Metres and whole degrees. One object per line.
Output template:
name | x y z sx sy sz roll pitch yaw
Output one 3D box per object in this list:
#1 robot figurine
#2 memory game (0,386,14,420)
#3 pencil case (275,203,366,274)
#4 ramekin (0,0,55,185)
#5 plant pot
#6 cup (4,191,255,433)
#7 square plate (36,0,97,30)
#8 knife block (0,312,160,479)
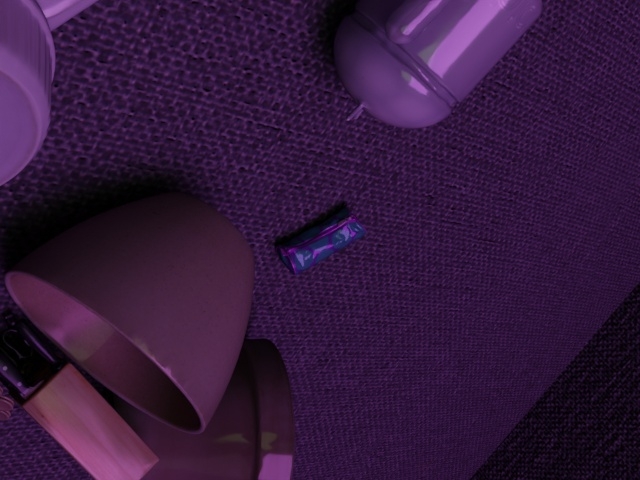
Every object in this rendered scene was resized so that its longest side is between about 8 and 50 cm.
robot figurine | 0.158 -0.299 1.120 0.353 0.200 0.300 -48 168 12
memory game | -0.521 0.210 1.144 0.186 0.012 0.186 7 142 5
pencil case | 0.000 0.000 1.417 0.152 0.064 0.070 -31 159 -12
ramekin | -0.397 -0.151 0.811 0.273 0.127 0.272 -15 146 -11
plant pot | -0.227 0.327 1.407 0.281 0.323 0.323 4 128 -21
cup | -0.226 0.071 1.133 0.237 0.331 0.331 -54 151 -27
square plate | -0.259 -0.363 0.780 0.344 0.049 0.347 -31 148 0
knife block | -0.373 0.229 1.168 0.088 0.276 0.242 -45 159 -21
